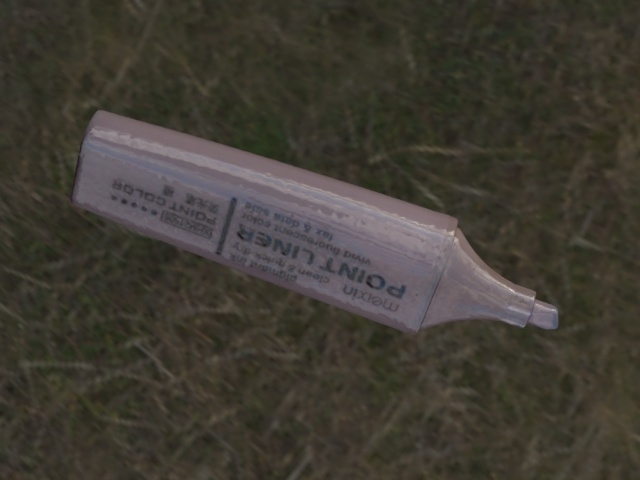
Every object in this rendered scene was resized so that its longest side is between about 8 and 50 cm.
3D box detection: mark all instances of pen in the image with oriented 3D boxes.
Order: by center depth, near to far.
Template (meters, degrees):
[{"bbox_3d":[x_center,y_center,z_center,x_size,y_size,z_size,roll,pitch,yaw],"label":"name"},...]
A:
[{"bbox_3d":[0.000,0.000,0.649,0.197,0.032,0.053,18,129,1],"label":"pen"}]
